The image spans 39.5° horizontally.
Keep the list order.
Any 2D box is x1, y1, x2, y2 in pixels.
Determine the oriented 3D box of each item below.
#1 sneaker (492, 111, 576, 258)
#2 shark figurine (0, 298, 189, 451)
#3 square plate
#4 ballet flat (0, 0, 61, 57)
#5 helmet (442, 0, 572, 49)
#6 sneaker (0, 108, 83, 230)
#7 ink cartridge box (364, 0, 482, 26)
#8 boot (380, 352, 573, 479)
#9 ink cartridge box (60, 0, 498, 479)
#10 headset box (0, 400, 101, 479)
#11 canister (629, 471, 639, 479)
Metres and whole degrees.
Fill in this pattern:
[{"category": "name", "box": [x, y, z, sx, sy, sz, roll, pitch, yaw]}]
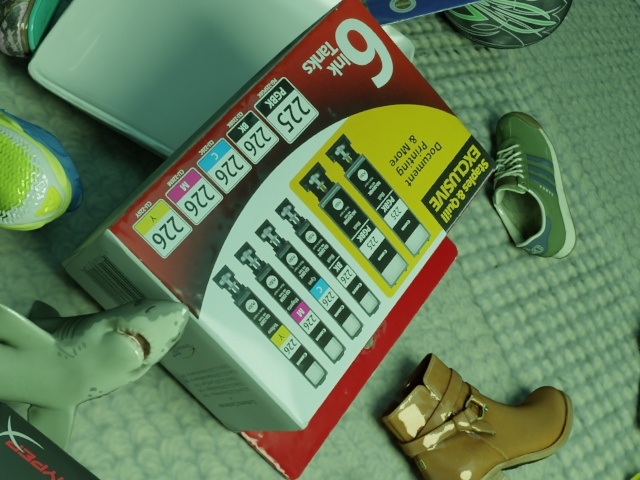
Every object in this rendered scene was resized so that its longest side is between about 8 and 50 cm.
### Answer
[{"category": "sneaker", "box": [0.238, -0.070, 1.056, 0.086, 0.064, 0.192, 0, 68, -42]}, {"category": "shark figurine", "box": [-0.241, 0.053, 0.636, 0.278, 0.166, 0.116, 20, 26, -5]}, {"category": "square plate", "box": [-0.075, -0.176, 0.900, 0.344, 0.049, 0.347, 31, 50, -18]}, {"category": "ballet flat", "box": [-0.253, -0.250, 0.806, 0.079, 0.077, 0.221, 17, 53, 0]}, {"category": "helmet", "box": [0.231, -0.324, 1.135, 0.169, 0.169, 0.161, 14, 40, -30]}, {"category": "sneaker", "box": [-0.283, -0.080, 0.683, 0.240, 0.091, 0.126, 36, 3, 11]}, {"category": "ink cartridge box", "box": [0.137, -0.354, 1.041, 0.223, 0.045, 0.224, -15, 50, -2]}, {"category": "boot", "box": [0.155, 0.164, 0.859, 0.152, 0.073, 0.197, 46, 44, 1]}, {"category": "ink cartridge box", "box": [0.000, 0.000, 0.748, 0.272, 0.130, 0.309, 47, 60, -13]}, {"category": "headset box", "box": [-0.204, 0.278, 0.500, 0.218, 0.110, 0.293, 43, 47, -9]}, {"category": "canister", "box": [0.396, 0.336, 0.933, 0.170, 0.073, 0.126, 38, 49, -15]}]
